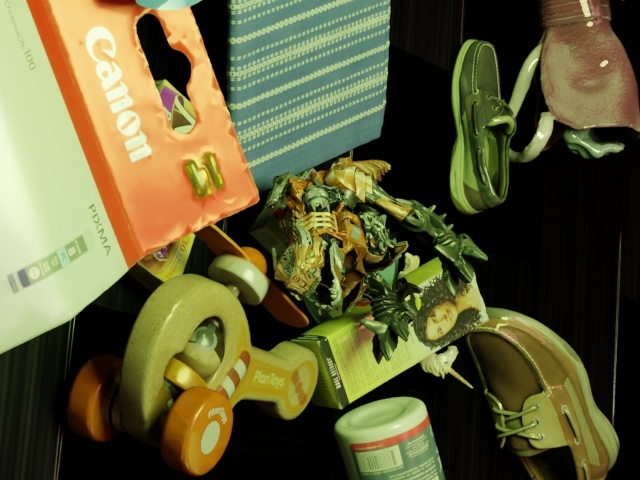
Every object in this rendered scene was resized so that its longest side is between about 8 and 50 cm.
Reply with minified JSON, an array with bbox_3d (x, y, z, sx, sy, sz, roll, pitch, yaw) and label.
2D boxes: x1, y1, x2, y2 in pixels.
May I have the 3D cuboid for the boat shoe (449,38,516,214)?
[{"bbox_3d":[0.209,-0.143,2.292,0.080,0.073,0.224,18,72,-48],"label":"boat shoe"}]

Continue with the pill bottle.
[{"bbox_3d":[0.087,0.276,2.065,0.108,0.108,0.180,-29,108,-48],"label":"pill bottle"}]

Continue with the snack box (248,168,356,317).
[{"bbox_3d":[0.000,0.000,2.022,0.141,0.037,0.100,47,56,-18],"label":"snack box"}]

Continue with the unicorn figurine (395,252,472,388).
[{"bbox_3d":[0.125,0.090,2.178,0.162,0.060,0.111,37,62,-35],"label":"unicorn figurine"}]

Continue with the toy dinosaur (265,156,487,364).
[{"bbox_3d":[0.046,-0.013,1.924,0.218,0.164,0.322,39,47,-9],"label":"toy dinosaur"}]

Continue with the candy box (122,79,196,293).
[{"bbox_3d":[-0.166,-0.053,1.845,0.109,0.053,0.187,41,57,-42],"label":"candy box"}]

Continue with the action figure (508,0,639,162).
[{"bbox_3d":[0.318,-0.291,2.398,0.275,0.248,0.370,-9,93,-24],"label":"action figure"}]

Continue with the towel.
[{"bbox_3d":[-0.015,-0.220,1.914,0.243,0.040,0.336,-28,131,-40],"label":"towel"}]

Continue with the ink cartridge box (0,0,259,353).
[{"bbox_3d":[-0.245,-0.092,1.624,0.385,0.091,0.308,-26,106,-24],"label":"ink cartridge box"}]

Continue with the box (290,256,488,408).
[{"bbox_3d":[0.081,0.100,2.072,0.232,0.058,0.087,-29,108,-31],"label":"box"}]

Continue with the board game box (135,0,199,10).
[{"bbox_3d":[-0.154,-0.290,1.671,0.133,0.033,0.169,-44,115,-28],"label":"board game box"}]

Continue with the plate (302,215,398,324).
[{"bbox_3d":[0.038,0.020,2.105,0.188,0.024,0.188,7,81,-50],"label":"plate"}]

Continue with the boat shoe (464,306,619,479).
[{"bbox_3d":[0.271,0.213,2.288,0.324,0.123,0.116,52,51,-30],"label":"boat shoe"}]

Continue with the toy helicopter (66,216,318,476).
[{"bbox_3d":[-0.090,0.110,1.850,0.355,0.140,0.235,21,85,-63],"label":"toy helicopter"}]
